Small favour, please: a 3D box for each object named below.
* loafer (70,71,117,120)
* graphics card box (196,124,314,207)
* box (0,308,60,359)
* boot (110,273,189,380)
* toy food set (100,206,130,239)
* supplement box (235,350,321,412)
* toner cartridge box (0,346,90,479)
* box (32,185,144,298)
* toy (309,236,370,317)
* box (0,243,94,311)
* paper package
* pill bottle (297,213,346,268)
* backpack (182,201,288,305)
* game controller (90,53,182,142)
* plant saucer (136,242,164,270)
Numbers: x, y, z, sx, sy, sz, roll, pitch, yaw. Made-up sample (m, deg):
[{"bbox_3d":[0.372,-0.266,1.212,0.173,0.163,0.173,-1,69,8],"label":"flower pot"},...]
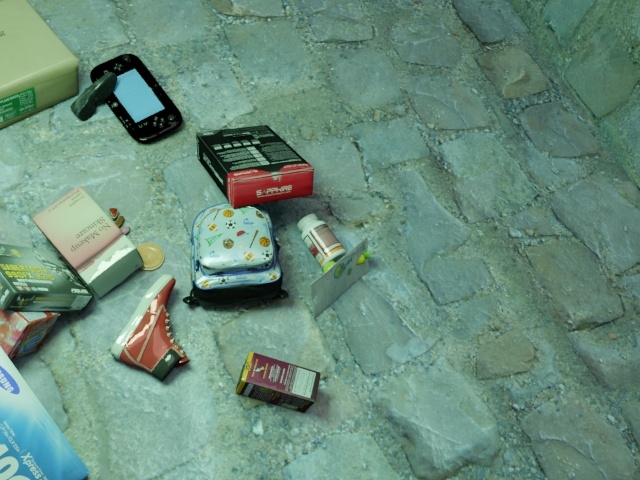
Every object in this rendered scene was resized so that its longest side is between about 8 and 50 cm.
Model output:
[{"bbox_3d":[-0.671,-0.436,1.850,0.061,0.062,0.170,37,80,21],"label":"loafer"},{"bbox_3d":[-0.194,-0.219,1.770,0.232,0.094,0.371,-12,33,-22],"label":"graphics card box"},{"bbox_3d":[-0.755,0.147,1.446,0.256,0.128,0.123,38,99,6],"label":"box"},{"bbox_3d":[-0.382,0.217,1.570,0.176,0.088,0.244,26,65,-1],"label":"boot"},{"bbox_3d":[-0.559,-0.039,1.702,0.077,0.019,0.122,-12,65,-22],"label":"toy food set"},{"bbox_3d":[-0.105,0.353,1.559,0.188,0.104,0.081,18,57,-6],"label":"supplement box"},{"bbox_3d":[-0.654,0.400,1.312,0.165,0.075,0.348,-37,93,-31],"label":"toner cartridge box"},{"bbox_3d":[-0.585,0.004,1.592,0.148,0.127,0.232,-41,77,-19],"label":"box"},{"bbox_3d":[0.043,0.094,1.753,0.237,0.137,0.056,-36,49,-29],"label":"toy"},{"bbox_3d":[-0.674,0.088,1.468,0.183,0.231,0.056,42,101,24],"label":"box"},{"bbox_3d":[-0.903,-0.502,1.783,0.324,0.168,0.309,-35,75,-31],"label":"paper package"},{"bbox_3d":[0.000,0.000,1.807,0.086,0.086,0.152,-26,71,-28],"label":"pill bottle"},{"bbox_3d":[-0.231,0.022,1.665,0.276,0.213,0.264,-3,51,-15],"label":"backpack"},{"bbox_3d":[-0.560,-0.432,1.904,0.166,0.067,0.319,-30,72,-29],"label":"game controller"},{"bbox_3d":[-0.462,0.043,1.688,0.083,0.013,0.084,7,59,-12],"label":"plant saucer"}]
